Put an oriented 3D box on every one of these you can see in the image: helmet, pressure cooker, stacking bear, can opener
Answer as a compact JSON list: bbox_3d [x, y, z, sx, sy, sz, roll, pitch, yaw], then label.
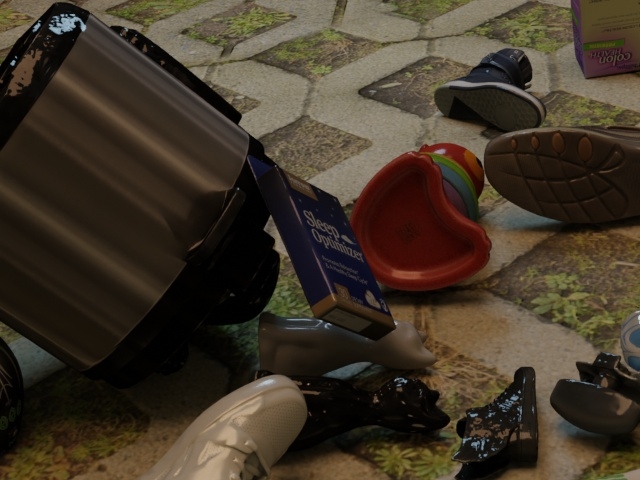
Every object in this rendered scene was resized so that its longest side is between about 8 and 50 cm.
[{"bbox_3d":[-0.431,0.167,1.515,0.169,0.161,0.169,-8,27,4],"label":"helmet"},{"bbox_3d":[-0.252,-0.029,1.571,0.375,0.420,0.370,-47,18,21],"label":"pressure cooker"},{"bbox_3d":[0.147,-0.053,1.760,0.164,0.175,0.289,-33,7,24],"label":"stacking bear"},{"bbox_3d":[0.364,0.172,1.307,0.280,0.074,0.093,5,56,48],"label":"can opener"}]

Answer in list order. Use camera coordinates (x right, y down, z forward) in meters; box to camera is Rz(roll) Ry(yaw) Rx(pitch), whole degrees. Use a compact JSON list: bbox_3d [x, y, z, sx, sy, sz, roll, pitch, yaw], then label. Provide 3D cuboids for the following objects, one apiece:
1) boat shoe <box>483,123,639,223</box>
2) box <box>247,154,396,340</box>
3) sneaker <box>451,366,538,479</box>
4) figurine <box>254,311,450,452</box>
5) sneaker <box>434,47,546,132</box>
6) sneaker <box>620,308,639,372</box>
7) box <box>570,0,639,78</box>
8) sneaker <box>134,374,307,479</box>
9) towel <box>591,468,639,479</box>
[{"bbox_3d":[0.403,-0.095,1.798,0.355,0.132,0.130,7,15,8],"label":"boat shoe"},{"bbox_3d":[0.000,0.000,1.470,0.036,0.136,0.225,-36,60,19],"label":"box"},{"bbox_3d":[0.184,0.190,1.380,0.089,0.051,0.170,-1,31,7],"label":"sneaker"},{"bbox_3d":[0.033,0.154,1.482,0.209,0.092,0.215,-1,26,0],"label":"figurine"},{"bbox_3d":[0.320,-0.252,2.155,0.163,0.086,0.226,-30,32,-29],"label":"sneaker"},{"bbox_3d":[0.447,0.115,1.420,0.237,0.085,0.086,-4,54,5],"label":"sneaker"},{"bbox_3d":[0.542,-0.423,2.238,0.213,0.243,0.117,-8,27,5],"label":"box"},{"bbox_3d":[-0.092,0.264,1.266,0.292,0.108,0.169,-40,39,-19],"label":"sneaker"},{"bbox_3d":[0.361,0.267,1.186,0.325,0.038,0.248,-15,26,-9],"label":"towel"}]
